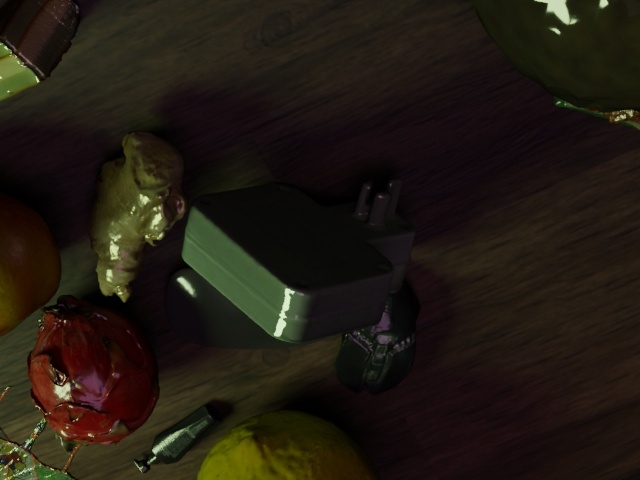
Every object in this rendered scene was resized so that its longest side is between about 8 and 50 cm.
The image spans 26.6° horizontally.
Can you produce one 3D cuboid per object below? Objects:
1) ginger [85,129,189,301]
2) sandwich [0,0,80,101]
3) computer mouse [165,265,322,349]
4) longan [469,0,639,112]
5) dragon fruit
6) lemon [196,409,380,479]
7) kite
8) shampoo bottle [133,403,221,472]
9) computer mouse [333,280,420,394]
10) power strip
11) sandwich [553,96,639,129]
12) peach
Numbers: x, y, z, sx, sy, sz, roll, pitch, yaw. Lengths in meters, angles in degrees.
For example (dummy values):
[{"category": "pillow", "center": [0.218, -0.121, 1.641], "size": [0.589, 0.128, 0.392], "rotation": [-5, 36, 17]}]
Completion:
[{"category": "ginger", "center": [-0.233, -0.033, 1.643], "size": [0.074, 0.137, 0.213], "rotation": [-8, 145, -37]}, {"category": "sandwich", "center": [-0.365, -0.225, 1.574], "size": [0.163, 0.113, 0.079], "rotation": [-16, 128, 44]}, {"category": "computer mouse", "center": [-0.085, 0.084, 1.752], "size": [0.232, 0.057, 0.120], "rotation": [1, 120, -6]}, {"category": "longan", "center": [0.334, -0.316, 1.381], "size": [0.391, 0.391, 0.391], "rotation": [-2, 120, -4]}, {"category": "dragon fruit", "center": [-0.288, 0.171, 1.717], "size": [0.172, 0.172, 0.209], "rotation": [-4, 121, -3]}, {"category": "lemon", "center": [-0.035, 0.365, 1.809], "size": [0.253, 0.253, 0.310], "rotation": [-26, 122, 9]}, {"category": "kite", "center": [-0.396, 0.275, 1.860], "size": [0.198, 0.006, 0.244], "rotation": [34, 111, -21]}, {"category": "shampoo bottle", "center": [-0.198, 0.276, 1.867], "size": [0.137, 0.027, 0.048], "rotation": [-39, 103, 16]}, {"category": "computer mouse", "center": [0.077, 0.131, 1.791], "size": [0.105, 0.062, 0.192], "rotation": [6, 117, -9]}, {"category": "power strip", "center": [0.000, 0.000, 1.626], "size": [0.261, 0.229, 0.141], "rotation": [-10, 126, -40]}, {"category": "sandwich", "center": [0.375, -0.178, 1.592], "size": [0.184, 0.160, 0.109], "rotation": [9, 102, -14]}, {"category": "peach", "center": [-0.418, 0.021, 1.617], "size": [0.197, 0.197, 0.197], "rotation": [-2, 120, -4]}]
